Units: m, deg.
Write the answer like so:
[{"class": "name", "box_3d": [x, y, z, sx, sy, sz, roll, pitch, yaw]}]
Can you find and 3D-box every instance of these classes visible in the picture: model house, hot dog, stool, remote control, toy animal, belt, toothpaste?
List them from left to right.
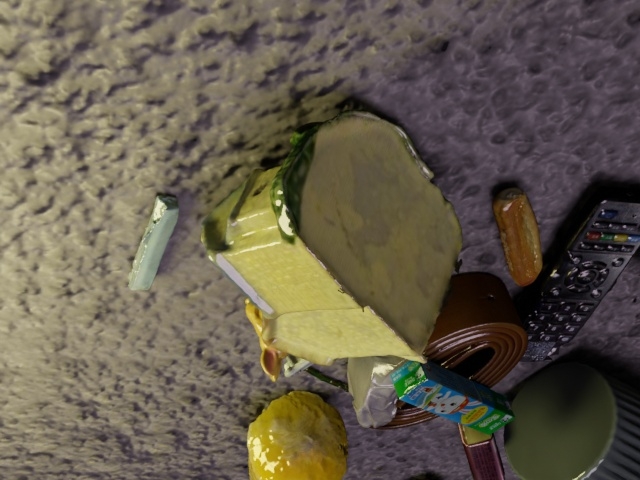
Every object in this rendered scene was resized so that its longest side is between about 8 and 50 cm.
[{"class": "toy animal", "box_3d": [-0.067, 0.148, 1.400, 0.083, 0.159, 0.070, 34, 119, -32]}, {"class": "model house", "box_3d": [0.000, 0.000, 1.241, 0.266, 0.261, 0.321, -17, 127, 43]}, {"class": "belt", "box_3d": [0.191, 0.200, 1.552, 0.217, 0.122, 0.338, 28, 124, -38]}, {"class": "toothpaste", "box_3d": [0.223, 0.259, 1.504, 0.065, 0.050, 0.266, -41, 136, 21]}, {"class": "hot dog", "box_3d": [0.307, -0.009, 1.409, 0.066, 0.047, 0.216, -32, 138, -2]}, {"class": "remote control", "box_3d": [0.424, 0.063, 1.505, 0.144, 0.062, 0.399, 3, 134, -19]}, {"class": "stool", "box_3d": [0.549, 0.409, 1.760, 0.330, 0.297, 0.297, 31, 123, -33]}]

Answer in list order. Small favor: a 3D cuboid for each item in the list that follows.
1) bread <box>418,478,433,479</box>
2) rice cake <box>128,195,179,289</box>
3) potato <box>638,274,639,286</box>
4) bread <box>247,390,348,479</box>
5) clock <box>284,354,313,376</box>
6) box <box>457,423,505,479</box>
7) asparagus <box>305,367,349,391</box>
[{"class": "bread", "box_3d": [0.258, 0.620, 2.056, 0.087, 0.098, 0.269, -50, 142, -22]}, {"class": "rice cake", "box_3d": [-0.242, 0.007, 1.295, 0.042, 0.030, 0.180, -2, 138, -32]}, {"class": "potato", "box_3d": [0.632, -0.002, 1.433, 0.191, 0.141, 0.296, 17, 133, -26]}, {"class": "bread", "box_3d": [-0.045, 0.390, 1.663, 0.197, 0.197, 0.170, 0, 150, -14]}, {"class": "clock", "box_3d": [0.034, 0.136, 1.437, 0.236, 0.053, 0.236, -33, 173, -4]}, {"class": "box", "box_3d": [0.319, 0.405, 1.813, 0.069, 0.120, 0.224, -15, 140, 7]}, {"class": "asparagus", "box_3d": [0.018, 0.254, 1.645, 0.163, 0.016, 0.016, 32, 103, -37]}]
